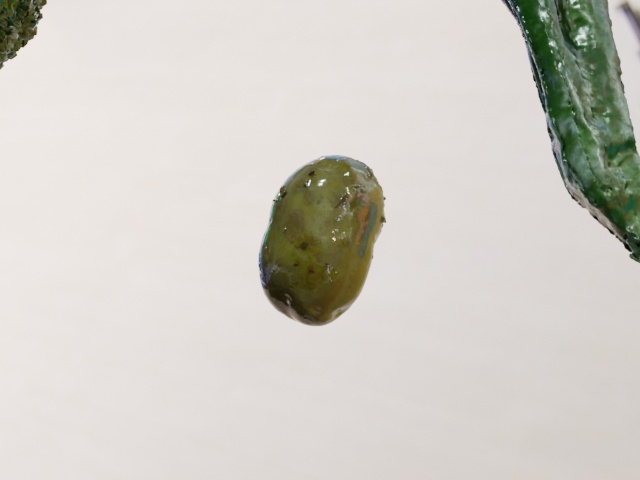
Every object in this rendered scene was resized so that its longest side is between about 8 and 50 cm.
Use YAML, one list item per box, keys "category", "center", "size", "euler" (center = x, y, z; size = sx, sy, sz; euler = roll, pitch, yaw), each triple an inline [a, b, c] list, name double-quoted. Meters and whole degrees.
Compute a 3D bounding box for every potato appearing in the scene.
- category: "potato"
  center: [0.000, 0.000, 1.555]
  size: [0.091, 0.138, 0.070]
  euler: [19, 7, 13]

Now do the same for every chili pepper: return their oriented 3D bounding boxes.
- category: "chili pepper"
  center: [0.131, -0.093, 1.017]
  size: [0.088, 0.227, 0.059]
  euler: [-6, -21, -32]

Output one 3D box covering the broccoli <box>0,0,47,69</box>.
- category: "broccoli"
  center: [-0.287, -0.197, 1.086]
  size: [0.297, 0.298, 0.297]
  euler: [-24, 0, 16]
